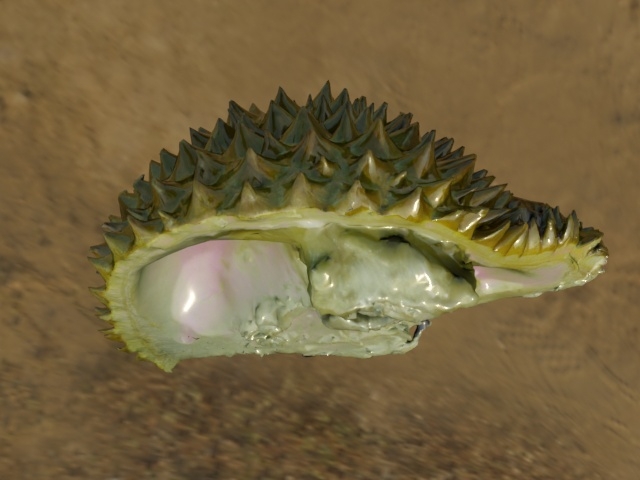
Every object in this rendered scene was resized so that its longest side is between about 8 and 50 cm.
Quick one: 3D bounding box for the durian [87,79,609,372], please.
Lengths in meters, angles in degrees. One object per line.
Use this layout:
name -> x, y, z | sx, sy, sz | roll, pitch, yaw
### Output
durian -> 0.000, 0.000, 1.100 | 0.306, 0.172, 0.167 | -8, 103, 19
